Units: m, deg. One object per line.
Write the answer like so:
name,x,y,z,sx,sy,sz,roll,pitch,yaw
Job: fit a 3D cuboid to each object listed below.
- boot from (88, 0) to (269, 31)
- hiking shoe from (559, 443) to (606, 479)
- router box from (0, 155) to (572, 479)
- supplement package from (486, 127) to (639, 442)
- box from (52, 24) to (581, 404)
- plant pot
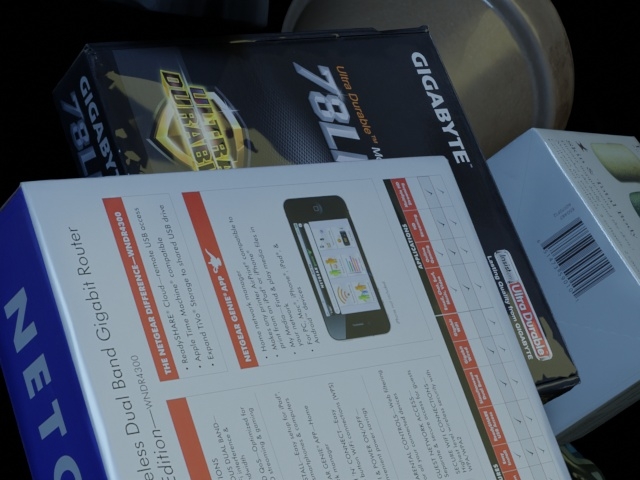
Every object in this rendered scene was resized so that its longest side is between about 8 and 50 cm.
boot,-0.114,-0.387,1.128,0.367,0.146,0.445,-138,-132,-68
hiking shoe,0.182,0.179,1.464,0.304,0.113,0.132,51,24,-31
router box,-0.006,0.121,0.908,0.301,0.082,0.335,-5,67,-36
supplement package,0.193,0.045,1.302,0.199,0.198,0.263,58,23,13
box,0.000,0.000,1.088,0.293,0.073,0.295,-9,70,-34
plant pot,0.055,-0.103,1.348,0.263,0.263,0.229,58,38,-15
